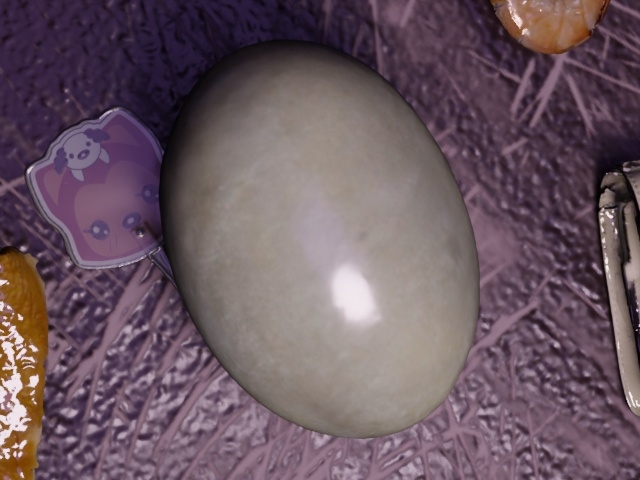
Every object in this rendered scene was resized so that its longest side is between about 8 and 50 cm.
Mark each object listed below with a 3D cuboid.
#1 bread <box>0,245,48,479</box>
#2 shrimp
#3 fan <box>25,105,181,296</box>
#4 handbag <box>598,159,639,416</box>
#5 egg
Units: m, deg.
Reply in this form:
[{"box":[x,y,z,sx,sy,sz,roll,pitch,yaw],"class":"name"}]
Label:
[{"box":[-0.375,0.111,1.467,0.279,0.225,0.250,0,92,-15],"class":"bread"},{"box":[0.205,-0.290,1.631,0.133,0.053,0.236,-16,97,-6],"class":"shrimp"},{"box":[-0.166,-0.011,1.605,0.132,0.009,0.220,-37,95,-3],"class":"fan"},{"box":[0.454,0.023,1.622,0.358,0.160,0.237,-9,85,-8],"class":"handbag"},{"box":[0.000,0.000,1.504,0.258,0.258,0.352,-18,90,-7],"class":"egg"}]
